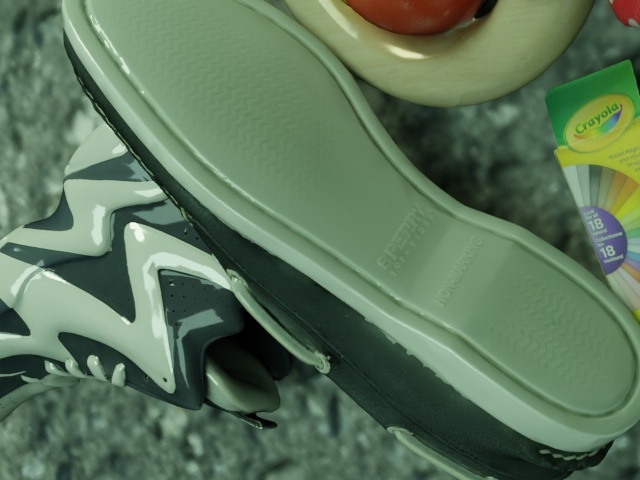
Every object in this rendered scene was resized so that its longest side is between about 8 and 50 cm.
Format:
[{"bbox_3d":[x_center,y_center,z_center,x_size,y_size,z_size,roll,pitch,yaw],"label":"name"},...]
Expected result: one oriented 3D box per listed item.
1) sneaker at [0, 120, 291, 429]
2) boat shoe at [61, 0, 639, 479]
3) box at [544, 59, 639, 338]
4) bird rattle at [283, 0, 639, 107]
[{"bbox_3d":[-0.094,0.056,0.853,0.235,0.094,0.153,-46,74,20],"label":"sneaker"},{"bbox_3d":[0.000,0.000,0.749,0.302,0.114,0.091,43,140,7],"label":"boat shoe"},{"bbox_3d":[0.172,0.001,0.732,0.105,0.043,0.179,-19,99,31],"label":"box"},{"bbox_3d":[0.060,-0.147,0.718,0.253,0.143,0.207,35,136,7],"label":"bird rattle"}]
